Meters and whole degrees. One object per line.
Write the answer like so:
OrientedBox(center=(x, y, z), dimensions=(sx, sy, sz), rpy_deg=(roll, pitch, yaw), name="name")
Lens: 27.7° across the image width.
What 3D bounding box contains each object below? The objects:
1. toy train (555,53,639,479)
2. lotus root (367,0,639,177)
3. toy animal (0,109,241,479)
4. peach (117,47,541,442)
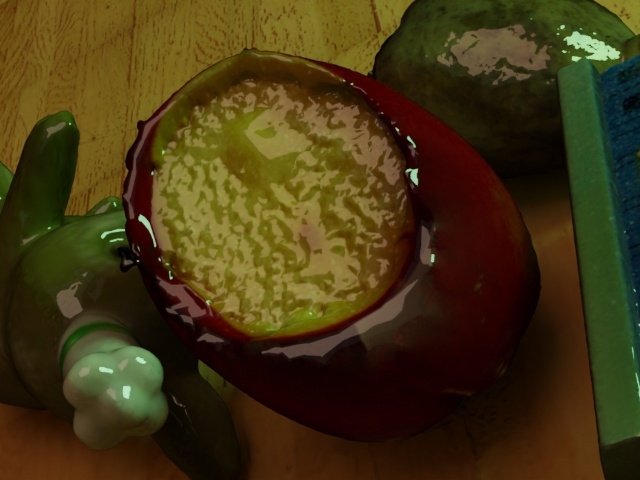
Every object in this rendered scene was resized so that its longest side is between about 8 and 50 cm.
OrientedBox(center=(0.217, -0.003, 0.605), dimensions=(0.202, 0.131, 0.299), rpy_deg=(-22, 37, 24), name="toy train")
OrientedBox(center=(0.124, -0.099, 0.798), dimensions=(0.214, 0.138, 0.138), rpy_deg=(9, 55, 43), name="lotus root")
OrientedBox(center=(-0.141, 0.037, 0.836), dimensions=(0.363, 0.181, 0.180), rpy_deg=(12, 70, 50), name="toy animal")
OrientedBox(center=(0.000, 0.000, 0.694), dimensions=(0.190, 0.226, 0.196), rpy_deg=(-39, 16, 43), name="peach")
